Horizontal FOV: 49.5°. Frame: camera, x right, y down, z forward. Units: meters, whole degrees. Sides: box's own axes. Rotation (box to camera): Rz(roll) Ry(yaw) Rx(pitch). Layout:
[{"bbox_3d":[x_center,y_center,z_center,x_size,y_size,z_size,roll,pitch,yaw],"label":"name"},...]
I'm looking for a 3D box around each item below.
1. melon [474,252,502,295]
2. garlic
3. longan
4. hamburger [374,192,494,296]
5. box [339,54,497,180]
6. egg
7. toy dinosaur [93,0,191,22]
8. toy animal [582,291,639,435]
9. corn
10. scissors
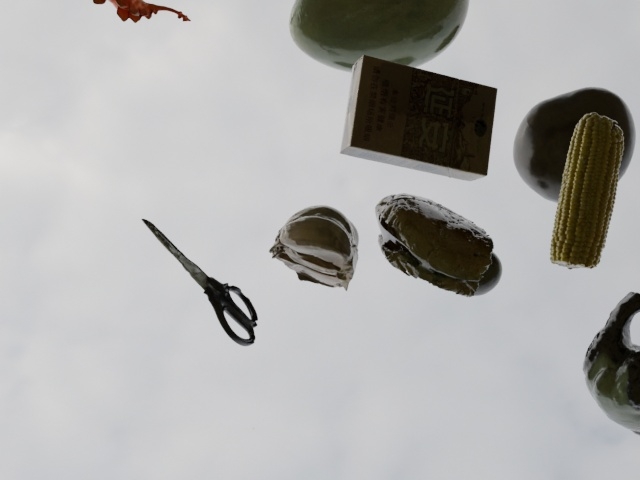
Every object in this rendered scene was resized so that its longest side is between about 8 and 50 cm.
[{"bbox_3d":[0.337,0.069,1.497,0.098,0.131,0.098,8,-120,-14],"label":"melon"},{"bbox_3d":[0.000,0.000,1.420,0.178,0.229,0.143,19,-107,7],"label":"garlic"},{"bbox_3d":[0.523,-0.199,1.432,0.248,0.248,0.248,1,-105,-5],"label":"longan"},{"bbox_3d":[0.205,-0.008,1.391,0.211,0.309,0.132,22,-74,-13],"label":"hamburger"},{"bbox_3d":[0.056,-0.067,0.391,0.083,0.024,0.053,9,-96,-12],"label":"box"},{"bbox_3d":[0.092,-0.372,1.104,0.295,0.218,0.218,-20,-102,-3],"label":"egg"},{"bbox_3d":[-0.400,-0.496,1.395,0.288,0.070,0.117,30,-139,-23],"label":"toy dinosaur"},{"bbox_3d":[0.368,0.160,0.750,0.121,0.094,0.225,-51,-51,3],"label":"toy animal"},{"bbox_3d":[0.406,-0.073,1.054,0.081,0.081,0.248,15,-101,-1],"label":"corn"},{"bbox_3d":[-0.195,0.064,1.155,0.022,0.300,0.109,-24,-145,20],"label":"scissors"}]
